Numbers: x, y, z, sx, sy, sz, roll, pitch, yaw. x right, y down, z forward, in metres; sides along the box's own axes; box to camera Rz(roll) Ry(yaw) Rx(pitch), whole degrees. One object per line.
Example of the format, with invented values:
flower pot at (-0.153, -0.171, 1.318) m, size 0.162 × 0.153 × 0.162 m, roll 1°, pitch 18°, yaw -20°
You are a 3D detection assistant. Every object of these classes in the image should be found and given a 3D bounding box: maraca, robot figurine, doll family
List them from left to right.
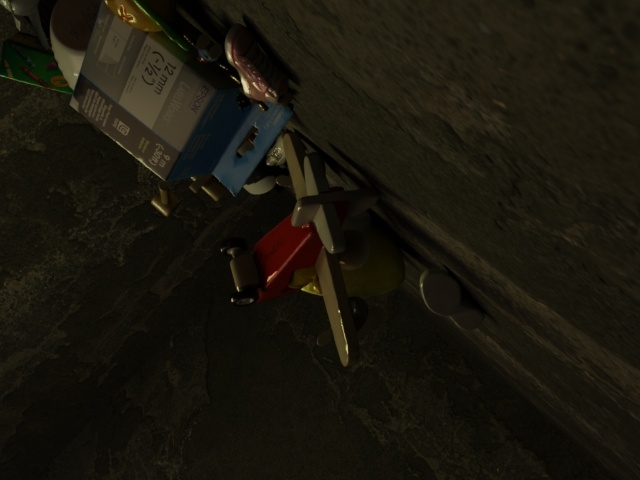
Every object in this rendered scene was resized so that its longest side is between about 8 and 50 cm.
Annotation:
maraca at (-0.268, -0.369, 0.901) m, size 0.186 × 0.099 × 0.127 m, roll 46°, pitch -165°, yaw -19°
doll family at (-0.125, -0.260, 0.906) m, size 0.193 × 0.076 × 0.111 m, roll 49°, pitch -178°, yaw -18°
robot figurine at (-0.215, -0.259, 1.852) m, size 0.278 × 0.209 × 0.174 m, roll 43°, pitch -159°, yaw -43°

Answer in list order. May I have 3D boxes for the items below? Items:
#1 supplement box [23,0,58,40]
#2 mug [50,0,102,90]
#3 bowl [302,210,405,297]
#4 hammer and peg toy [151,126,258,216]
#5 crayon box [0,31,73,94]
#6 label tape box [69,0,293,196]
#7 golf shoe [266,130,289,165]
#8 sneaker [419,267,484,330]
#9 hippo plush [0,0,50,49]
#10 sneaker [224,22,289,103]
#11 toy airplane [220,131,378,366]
supplement box at (-0.671, -0.644, 1.587) m, size 0.073 × 0.239 × 0.130 m, roll 44°, pitch 179°, yaw 3°
mug at (-0.442, -0.445, 1.304) m, size 0.328 × 0.276 × 0.374 m, roll 66°, pitch -172°, yaw -75°
bowl at (0.062, 0.011, 1.399) m, size 0.289 × 0.289 × 0.156 m, roll -138°, pitch 45°, yaw -63°
hammer and peg toy at (-0.266, -0.181, 1.472) m, size 0.127 × 0.361 × 0.266 m, roll 44°, pitch 178°, yaw -11°
crayon box at (-0.686, -0.446, 1.457) m, size 0.165 × 0.081 × 0.278 m, roll 11°, pitch -161°, yaw -24°
label tape box at (-0.259, -0.244, 1.062) m, size 0.347 × 0.249 × 0.115 m, roll 40°, pitch -139°, yaw -3°
golf shoe at (-0.088, -0.204, 1.368) m, size 0.069 × 0.086 × 0.176 m, roll 45°, pitch 177°, yaw -5°
sneaker at (0.260, 0.112, 1.229) m, size 0.212 × 0.080 × 0.094 m, roll 43°, pitch -168°, yaw -37°
hippo plush at (-0.655, -0.641, 1.276) m, size 0.294 × 0.236 × 0.234 m, roll 50°, pitch 180°, yaw 9°
sneaker at (-0.079, -0.234, 0.790) m, size 0.070 × 0.051 × 0.134 m, roll 24°, pitch 162°, yaw 18°
toy airplane at (0.000, 0.000, 1.160) m, size 0.272 × 0.386 × 0.384 m, roll 3°, pitch -165°, yaw -36°
